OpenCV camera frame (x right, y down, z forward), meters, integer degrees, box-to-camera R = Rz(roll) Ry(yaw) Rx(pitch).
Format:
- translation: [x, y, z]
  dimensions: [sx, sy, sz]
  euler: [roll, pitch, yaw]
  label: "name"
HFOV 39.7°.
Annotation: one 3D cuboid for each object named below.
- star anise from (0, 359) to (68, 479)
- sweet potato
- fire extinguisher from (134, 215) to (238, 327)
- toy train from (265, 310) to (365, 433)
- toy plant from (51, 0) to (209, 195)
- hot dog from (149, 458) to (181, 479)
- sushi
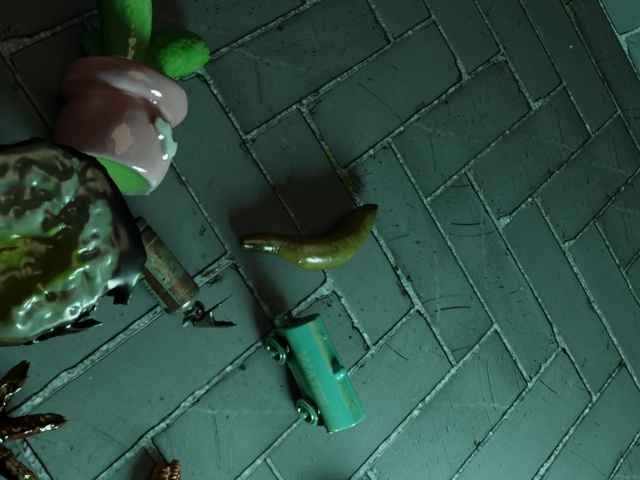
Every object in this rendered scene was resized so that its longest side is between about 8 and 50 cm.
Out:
- translation: [-0.504, 0.291, 1.285]
  dimensions: [0.288, 0.088, 0.288]
  euler: [8, 76, -35]
  label: "star anise"
- translation: [0.001, 0.006, 1.740]
  dimensions: [0.346, 0.079, 0.108]
  euler: [-14, 58, -36]
  label: "sweet potato"
- translation: [-0.247, 0.070, 1.516]
  dimensions: [0.252, 0.106, 0.075]
  euler: [53, 35, -13]
  label: "fire extinguisher"
- translation: [-0.003, 0.241, 1.625]
  dimensions: [0.101, 0.159, 0.248]
  euler: [-28, 97, -32]
  label: "toy train"
- translation: [-0.317, -0.254, 1.502]
  dimensions: [0.317, 0.210, 0.356]
  euler: [45, 44, -60]
  label: "toy plant"
- translation: [-0.261, 0.432, 1.458]
  dimensions: [0.062, 0.038, 0.144]
  euler: [26, 64, -29]
  label: "hot dog"
- translation: [-0.417, -0.001, 1.260]
  dimensions: [0.299, 0.294, 0.282]
  euler: [-2, 92, -21]
  label: "sushi"
